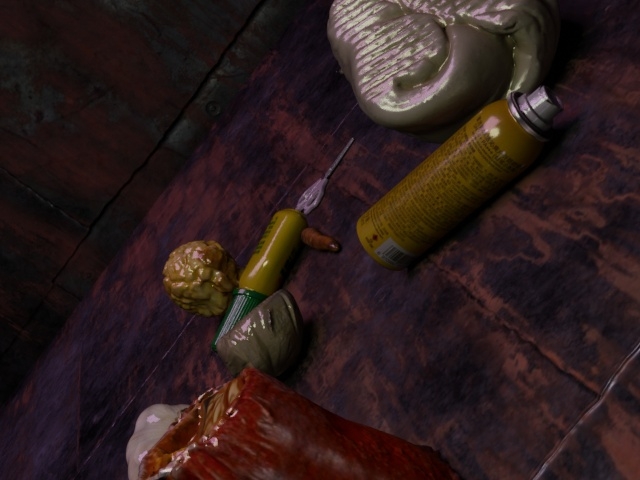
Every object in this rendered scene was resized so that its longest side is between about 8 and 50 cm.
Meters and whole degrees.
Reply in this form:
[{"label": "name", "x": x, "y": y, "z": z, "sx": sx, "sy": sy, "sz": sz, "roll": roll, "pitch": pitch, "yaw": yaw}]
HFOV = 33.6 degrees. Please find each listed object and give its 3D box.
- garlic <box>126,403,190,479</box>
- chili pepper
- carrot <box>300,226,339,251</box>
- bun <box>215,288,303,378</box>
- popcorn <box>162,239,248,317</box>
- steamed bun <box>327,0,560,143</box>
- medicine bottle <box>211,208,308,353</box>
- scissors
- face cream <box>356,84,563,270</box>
[{"label": "garlic", "x": -0.214, "y": 0.367, "z": 1.633, "sx": 0.199, "sy": 0.199, "sz": 0.226, "roll": -78, "pitch": 3, "yaw": -50}, {"label": "chili pepper", "x": -0.028, "y": 0.252, "z": 1.151, "sx": 0.229, "sy": 0.305, "sz": 0.251, "roll": -50, "pitch": 17, "yaw": 7}, {"label": "carrot", "x": -0.001, "y": 0.002, "z": 1.930, "sx": 0.036, "sy": 0.035, "sz": 0.165, "roll": -55, "pitch": 21, "yaw": -3}, {"label": "bun", "x": -0.087, "y": 0.166, "z": 1.725, "sx": 0.166, "sy": 0.113, "sz": 0.173, "roll": -41, "pitch": -1, "yaw": 21}, {"label": "popcorn", "x": -0.225, "y": 0.077, "z": 2.127, "sx": 0.170, "sy": 0.180, "sz": 0.180, "roll": -37, "pitch": 18, "yaw": -6}, {"label": "steamed bun", "x": 0.199, "y": -0.311, "z": 1.658, "sx": 0.342, "sy": 0.255, "sz": 0.368, "roll": -32, "pitch": 53, "yaw": 11}, {"label": "medicine bottle", "x": -0.117, "y": 0.081, "z": 1.998, "sx": 0.309, "sy": 0.076, "sz": 0.111, "roll": -62, "pitch": -3, "yaw": -18}, {"label": "scissors", "x": 0.014, "y": -0.133, "z": 2.159, "sx": 0.189, "sy": 0.015, "sz": 0.100, "roll": -54, "pitch": 20, "yaw": -6}, {"label": "face cream", "x": 0.200, "y": -0.093, "z": 1.500, "sx": 0.348, "sy": 0.105, "sz": 0.105, "roll": -42, "pitch": 22, "yaw": 32}]
